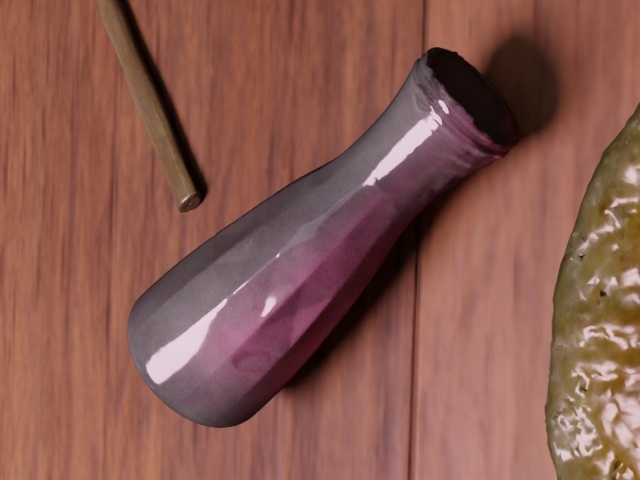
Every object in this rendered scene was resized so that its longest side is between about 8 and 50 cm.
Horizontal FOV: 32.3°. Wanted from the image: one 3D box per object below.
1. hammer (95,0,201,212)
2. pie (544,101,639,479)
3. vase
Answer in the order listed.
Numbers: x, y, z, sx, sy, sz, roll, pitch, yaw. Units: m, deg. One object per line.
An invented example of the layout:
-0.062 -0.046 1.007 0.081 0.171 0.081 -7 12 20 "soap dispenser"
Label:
-0.111 -0.106 0.678 0.062 0.013 0.199 -42 62 35 "hammer"
0.190 0.054 0.353 0.277 0.078 0.277 -8 78 45 "pie"
0.000 0.000 0.529 0.214 0.086 0.086 -43 61 29 "vase"
